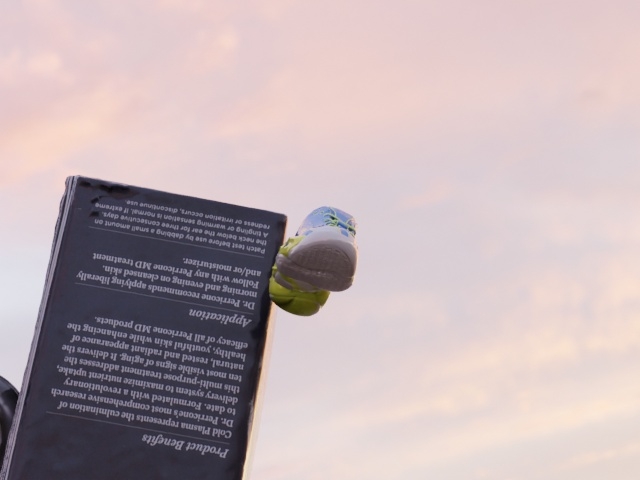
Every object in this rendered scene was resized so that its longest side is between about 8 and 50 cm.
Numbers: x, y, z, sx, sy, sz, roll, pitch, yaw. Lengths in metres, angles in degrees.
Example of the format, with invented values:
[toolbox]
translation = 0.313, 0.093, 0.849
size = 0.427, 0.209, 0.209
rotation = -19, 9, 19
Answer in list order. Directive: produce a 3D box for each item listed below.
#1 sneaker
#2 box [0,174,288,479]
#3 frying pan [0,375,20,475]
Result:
[sneaker]
translation = 0.000, 0.000, 1.720
size = 0.091, 0.126, 0.240
rotation = 25, -22, -8
[box]
translation = -0.227, 0.229, 2.002
size = 0.297, 0.472, 0.480
rotation = 11, -18, 0
[frying pan]
translation = -0.488, 0.216, 2.126
size = 0.197, 0.326, 0.053
rotation = 16, -4, 8
